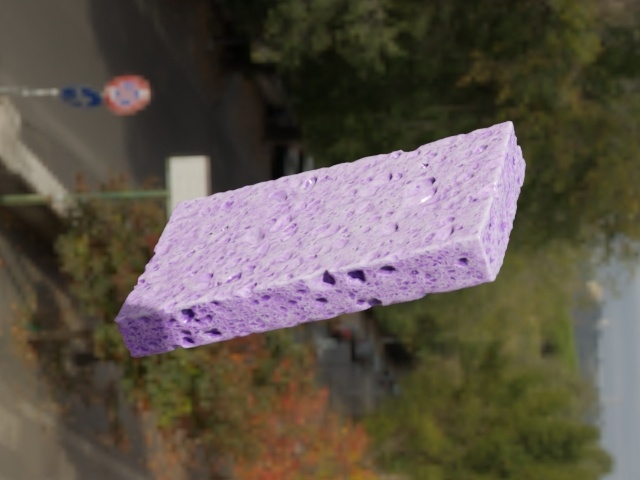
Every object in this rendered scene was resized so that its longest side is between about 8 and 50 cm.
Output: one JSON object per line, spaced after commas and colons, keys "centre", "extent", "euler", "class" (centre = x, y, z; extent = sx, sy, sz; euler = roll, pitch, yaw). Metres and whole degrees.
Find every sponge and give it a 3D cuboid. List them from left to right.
{"centre": [0.000, 0.000, 0.806], "extent": [0.031, 0.210, 0.117], "euler": [65, 27, -26], "class": "sponge"}
